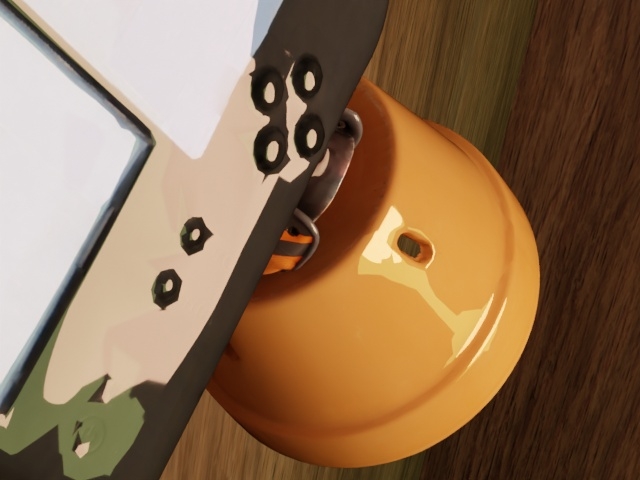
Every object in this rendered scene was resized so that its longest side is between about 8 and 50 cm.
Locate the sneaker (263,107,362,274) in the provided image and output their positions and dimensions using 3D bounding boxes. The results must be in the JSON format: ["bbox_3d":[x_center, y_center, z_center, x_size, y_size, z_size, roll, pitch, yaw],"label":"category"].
[{"bbox_3d":[-0.066,-0.092,0.691,0.321,0.180,0.125,80,31,-61],"label":"sneaker"}]

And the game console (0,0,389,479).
[{"bbox_3d":[-0.119,-0.092,0.467,0.386,0.060,0.342,44,62,-48],"label":"game console"}]

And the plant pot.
[{"bbox_3d":[0.000,0.000,0.919,0.203,0.290,0.291,51,57,-54],"label":"plant pot"}]
